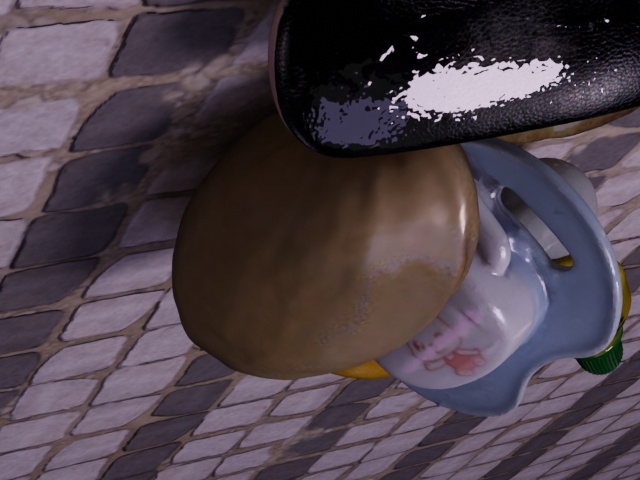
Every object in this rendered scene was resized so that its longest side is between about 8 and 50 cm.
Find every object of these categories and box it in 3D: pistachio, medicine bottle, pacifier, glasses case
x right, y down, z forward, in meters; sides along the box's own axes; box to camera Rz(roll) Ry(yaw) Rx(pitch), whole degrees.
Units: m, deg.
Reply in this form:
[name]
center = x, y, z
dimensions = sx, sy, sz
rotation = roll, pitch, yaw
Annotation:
[pistachio]
center = 0.000, 0.000, 1.222
dimensions = 0.293, 0.181, 0.162
rotation = -38, -177, 45
[medicine bottle]
center = 0.283, 0.086, 1.868
dimensions = 0.111, 0.076, 0.309
rotation = -23, 160, 7
[pacifier]
center = 0.129, 0.001, 1.367
dimensions = 0.226, 0.238, 0.287
rotation = -36, 172, -41
[glasses case]
center = 0.111, -0.128, 1.101
dimensions = 0.314, 0.075, 0.122
rotation = -12, 114, -25

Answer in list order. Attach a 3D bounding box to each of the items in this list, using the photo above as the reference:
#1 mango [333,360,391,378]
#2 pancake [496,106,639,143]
[mango]
center = 0.080, 0.044, 1.517
dimensions = 0.227, 0.109, 0.147
rotation = -22, 137, 1
[pancake]
center = 0.197, -0.135, 1.293
dimensions = 0.250, 0.031, 0.250
rotation = -20, 162, -7
